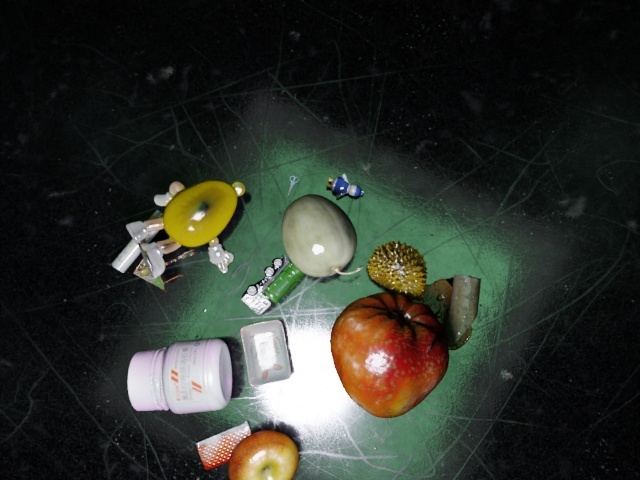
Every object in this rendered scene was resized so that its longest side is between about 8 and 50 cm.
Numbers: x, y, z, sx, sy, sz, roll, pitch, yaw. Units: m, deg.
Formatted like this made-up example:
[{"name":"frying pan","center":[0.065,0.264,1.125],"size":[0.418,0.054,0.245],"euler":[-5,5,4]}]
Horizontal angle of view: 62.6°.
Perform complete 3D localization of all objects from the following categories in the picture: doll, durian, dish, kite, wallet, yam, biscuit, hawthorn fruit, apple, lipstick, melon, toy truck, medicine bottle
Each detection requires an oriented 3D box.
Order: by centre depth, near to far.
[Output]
[{"name":"hawthorn fruit","center":[0.218,0.382,1.717],"size":[0.402,0.403,0.403],"euler":[0,81,2]},{"name":"apple","center":[-0.191,0.740,1.759],"size":[0.234,0.173,0.210],"euler":[-5,96,-14]},{"name":"medicine bottle","center":[-0.469,0.462,1.782],"size":[0.301,0.241,0.241],"euler":[-6,81,2]},{"name":"yam","center":[0.486,0.242,1.806],"size":[0.106,0.106,0.259],"euler":[11,81,4]},{"name":"melon","center":[-0.005,-0.014,1.836],"size":[0.271,0.272,0.308],"euler":[-6,60,2]},{"name":"wallet","center":[-0.329,0.722,1.846],"size":[0.196,0.020,0.103],"euler":[-22,86,-3]},{"name":"durian","center":[0.271,0.091,1.849],"size":[0.249,0.138,0.183],"euler":[37,96,30]},{"name":"dish","center":[-0.190,0.396,1.865],"size":[0.151,0.077,0.212],"euler":[-12,81,-1]},{"name":"biscuit","center":[0.413,0.259,1.878],"size":[0.208,0.041,0.290],"euler":[-37,80,-5]},{"name":"toy truck","center":[-0.169,0.156,1.893],"size":[0.125,0.101,0.242],"euler":[45,83,-4]},{"name":"doll","center":[-0.480,-0.045,1.900],"size":[0.423,0.161,0.348],"euler":[-3,97,-14]},{"name":"lipstick","center":[-0.670,0.002,1.957],"size":[0.059,0.059,0.264],"euler":[38,85,8]},{"name":"doll","center":[0.093,-0.197,1.958],"size":[0.142,0.057,0.099],"euler":[16,103,4]},{"name":"kite","center":[-0.581,0.090,1.965],"size":[0.244,0.006,0.198],"euler":[-18,80,-1]}]

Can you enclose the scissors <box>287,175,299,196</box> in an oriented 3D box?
[{"name":"scissors","center":[-0.110,-0.205,1.992],"size":[0.036,0.006,0.083],"euler":[21,83,8]}]
